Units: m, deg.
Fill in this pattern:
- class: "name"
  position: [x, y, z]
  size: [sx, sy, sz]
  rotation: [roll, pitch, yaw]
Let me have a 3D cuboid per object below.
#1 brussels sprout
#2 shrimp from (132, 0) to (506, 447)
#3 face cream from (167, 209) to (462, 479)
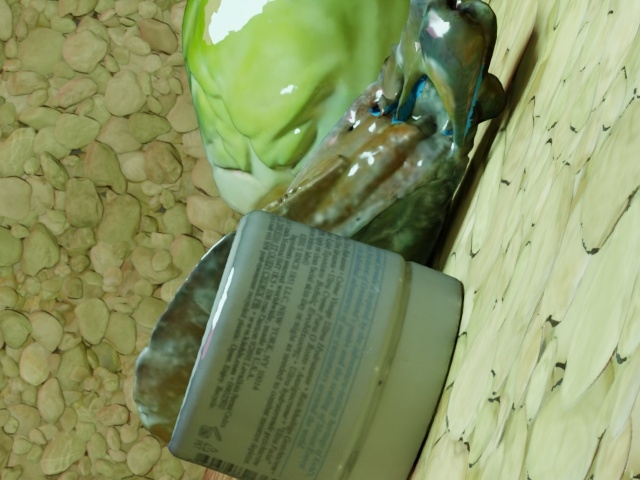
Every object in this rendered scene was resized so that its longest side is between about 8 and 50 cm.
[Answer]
- class: "brussels sprout"
  position: [0.007, -0.185, 1.629]
  size: [0.344, 0.268, 0.344]
  rotation: [2, -90, -80]
- class: "shrimp"
  position: [0.000, 0.000, 1.243]
  size: [0.110, 0.221, 0.445]
  rotation: [53, 124, 37]
- class: "face cream"
  position: [-0.006, 0.082, 1.107]
  size: [0.177, 0.153, 0.177]
  rotation: [-160, 90, -87]
